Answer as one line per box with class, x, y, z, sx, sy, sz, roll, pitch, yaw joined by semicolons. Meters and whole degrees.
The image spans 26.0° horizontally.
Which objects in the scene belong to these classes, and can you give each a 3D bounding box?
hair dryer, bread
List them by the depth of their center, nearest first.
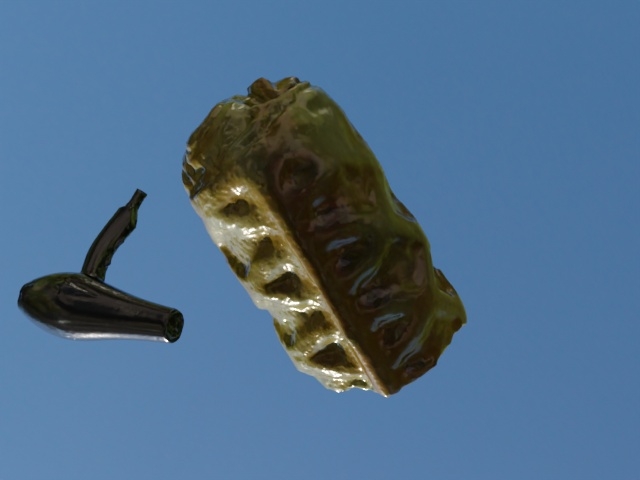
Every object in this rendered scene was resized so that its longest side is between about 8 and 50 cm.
hair dryer;-0.086;0.009;0.614;0.079;0.031;0.083;7;-124;24
bread;0.000;0.000;0.947;0.128;0.088;0.232;-34;-78;0
